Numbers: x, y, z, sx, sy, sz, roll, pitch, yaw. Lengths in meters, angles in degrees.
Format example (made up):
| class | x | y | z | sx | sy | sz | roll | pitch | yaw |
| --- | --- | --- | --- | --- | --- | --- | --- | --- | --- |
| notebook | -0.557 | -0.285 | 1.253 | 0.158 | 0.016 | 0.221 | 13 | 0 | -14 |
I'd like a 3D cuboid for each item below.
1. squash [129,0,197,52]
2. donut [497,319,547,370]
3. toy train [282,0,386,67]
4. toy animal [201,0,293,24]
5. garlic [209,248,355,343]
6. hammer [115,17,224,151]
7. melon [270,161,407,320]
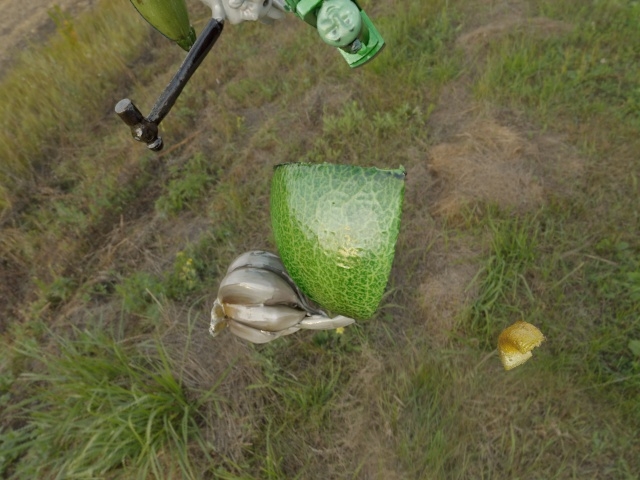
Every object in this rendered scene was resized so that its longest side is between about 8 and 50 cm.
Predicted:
| class | x | y | z | sx | sy | sz | roll | pitch | yaw |
| --- | --- | --- | --- | --- | --- | --- | --- | --- | --- |
| squash | -0.283 | -0.428 | 0.737 | 0.094 | 0.341 | 0.095 | -2 | 71 | 5 |
| donut | 0.256 | 0.139 | 0.585 | 0.037 | 0.083 | 0.067 | -16 | 90 | -6 |
| toy train | 0.019 | -0.264 | 0.530 | 0.085 | 0.119 | 0.251 | -34 | 10 | 19 |
| toy animal | -0.110 | -0.418 | 0.798 | 0.103 | 0.220 | 0.131 | -33 | 64 | 39 |
| garlic | -0.050 | 0.080 | 0.612 | 0.193 | 0.131 | 0.127 | 9 | 91 | 21 |
| hammer | -0.150 | -0.181 | 0.491 | 0.021 | 0.065 | 0.179 | 19 | 71 | 28 |
| melon | 0.000 | 0.000 | 0.541 | 0.129 | 0.265 | 0.170 | 5 | 91 | -8 |
